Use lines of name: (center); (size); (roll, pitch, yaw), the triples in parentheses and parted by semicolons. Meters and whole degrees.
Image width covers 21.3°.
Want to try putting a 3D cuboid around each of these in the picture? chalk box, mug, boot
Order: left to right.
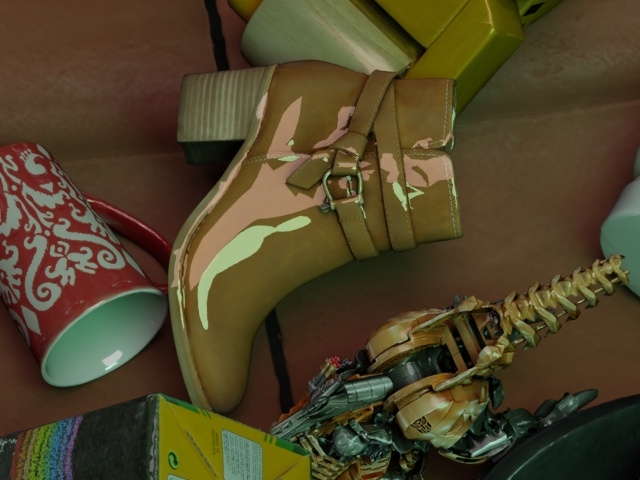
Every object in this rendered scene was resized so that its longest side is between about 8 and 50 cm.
mug: (-0.201, 0.017, 1.342); (0.113, 0.150, 0.169); (-45, 66, 15)
chalk box: (-0.167, 0.235, 1.149); (0.289, 0.179, 0.180); (-18, 62, 31)
boot: (0.000, 0.000, 1.311); (0.220, 0.109, 0.283); (1, 76, 6)

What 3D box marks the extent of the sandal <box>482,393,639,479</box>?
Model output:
sandal: (0.285, 0.182, 1.230); (0.446, 0.107, 0.167); (-20, 108, -19)

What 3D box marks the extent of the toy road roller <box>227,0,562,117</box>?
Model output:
toy road roller: (0.109, -0.230, 1.451); (0.202, 0.240, 0.329); (46, 106, 16)

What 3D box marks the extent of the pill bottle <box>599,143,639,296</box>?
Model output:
pill bottle: (0.356, -0.077, 1.386); (0.161, 0.161, 0.283); (32, 65, 11)

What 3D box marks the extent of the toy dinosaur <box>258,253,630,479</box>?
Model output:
toy dinosaur: (0.086, 0.114, 1.229); (0.322, 0.218, 0.164); (-13, 76, 35)
